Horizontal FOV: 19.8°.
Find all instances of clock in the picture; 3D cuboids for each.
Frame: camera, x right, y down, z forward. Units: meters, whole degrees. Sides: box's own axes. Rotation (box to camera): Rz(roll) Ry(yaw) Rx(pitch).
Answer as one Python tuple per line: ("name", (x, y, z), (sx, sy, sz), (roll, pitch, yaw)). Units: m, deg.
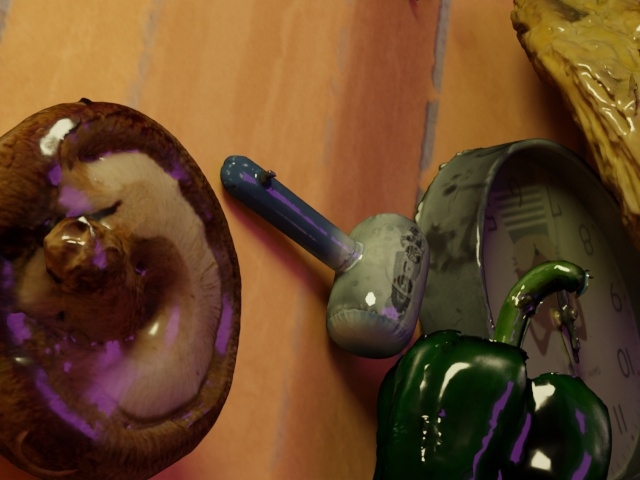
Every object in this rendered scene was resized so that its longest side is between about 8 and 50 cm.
("clock", (0.199, 0.067, 1.577), (0.325, 0.067, 0.325), (28, 53, -44))

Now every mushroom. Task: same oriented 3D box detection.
("mushroom", (-0.143, 0.036, 1.100), (0.194, 0.138, 0.231), (21, 68, -62))

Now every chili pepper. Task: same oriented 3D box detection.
("chili pepper", (0.129, 0.135, 1.360), (0.173, 0.165, 0.261), (22, 58, -6))

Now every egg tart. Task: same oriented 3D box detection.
("egg tart", (0.304, -0.117, 1.651), (0.351, 0.153, 0.340), (38, 23, -51))

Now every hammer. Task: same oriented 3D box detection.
("hammer", (0.000, 0.000, 1.357), (0.194, 0.069, 0.116), (38, 47, -25))
